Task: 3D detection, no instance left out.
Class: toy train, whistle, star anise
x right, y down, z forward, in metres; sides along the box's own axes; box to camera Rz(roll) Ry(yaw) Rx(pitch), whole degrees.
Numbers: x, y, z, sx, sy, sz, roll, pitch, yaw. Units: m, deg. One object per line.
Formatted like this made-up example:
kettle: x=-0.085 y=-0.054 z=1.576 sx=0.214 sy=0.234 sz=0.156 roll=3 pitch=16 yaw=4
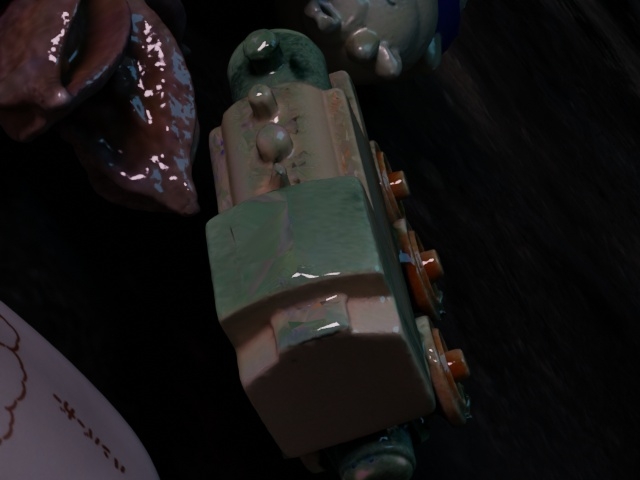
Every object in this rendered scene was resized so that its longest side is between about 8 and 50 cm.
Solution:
toy train: x=0.000 y=0.000 z=0.589 sx=0.125 sy=0.081 sz=0.194 roll=65 pitch=9 yaw=-46
whistle: x=0.035 y=-0.143 z=0.906 sx=0.110 sy=0.092 sz=0.244 roll=45 pitch=21 yaw=5
star anise: x=-0.114 y=-0.111 z=0.564 sx=0.197 sy=0.073 sz=0.212 roll=47 pitch=19 yaw=-28

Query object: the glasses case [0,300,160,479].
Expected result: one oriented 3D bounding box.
glasses case: x=-0.111 y=0.033 z=0.378 sx=0.193 sy=0.049 sz=0.074 roll=42 pitch=24 yaw=-27
